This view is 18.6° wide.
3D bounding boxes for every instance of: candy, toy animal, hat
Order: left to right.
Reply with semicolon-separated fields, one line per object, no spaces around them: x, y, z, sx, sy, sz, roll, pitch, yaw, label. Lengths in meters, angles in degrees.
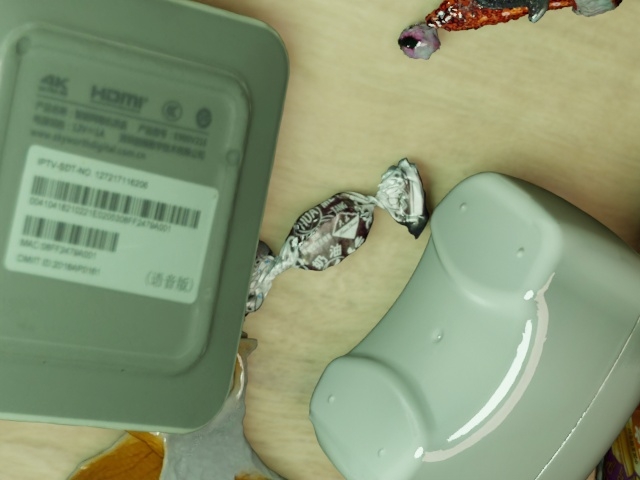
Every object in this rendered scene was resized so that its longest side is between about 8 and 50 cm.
-0.078;0.222;1.840;0.284;0.225;0.302;-1;99;-39;toy animal
0.000;0.000;1.825;0.226;0.051;0.094;-29;127;-5;candy
0.168;-0.237;1.775;0.227;0.129;0.140;-26;76;10;hat

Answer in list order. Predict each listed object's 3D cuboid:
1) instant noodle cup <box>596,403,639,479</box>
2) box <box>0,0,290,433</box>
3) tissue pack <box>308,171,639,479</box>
0.480;0.269;1.958;0.266;0.340;0.339;-11;113;-24;instant noodle cup
-0.197;-0.034;1.610;0.367;0.090;0.373;10;91;-45;box
0.174;0.124;1.830;0.236;0.229;0.333;29;98;-35;tissue pack
